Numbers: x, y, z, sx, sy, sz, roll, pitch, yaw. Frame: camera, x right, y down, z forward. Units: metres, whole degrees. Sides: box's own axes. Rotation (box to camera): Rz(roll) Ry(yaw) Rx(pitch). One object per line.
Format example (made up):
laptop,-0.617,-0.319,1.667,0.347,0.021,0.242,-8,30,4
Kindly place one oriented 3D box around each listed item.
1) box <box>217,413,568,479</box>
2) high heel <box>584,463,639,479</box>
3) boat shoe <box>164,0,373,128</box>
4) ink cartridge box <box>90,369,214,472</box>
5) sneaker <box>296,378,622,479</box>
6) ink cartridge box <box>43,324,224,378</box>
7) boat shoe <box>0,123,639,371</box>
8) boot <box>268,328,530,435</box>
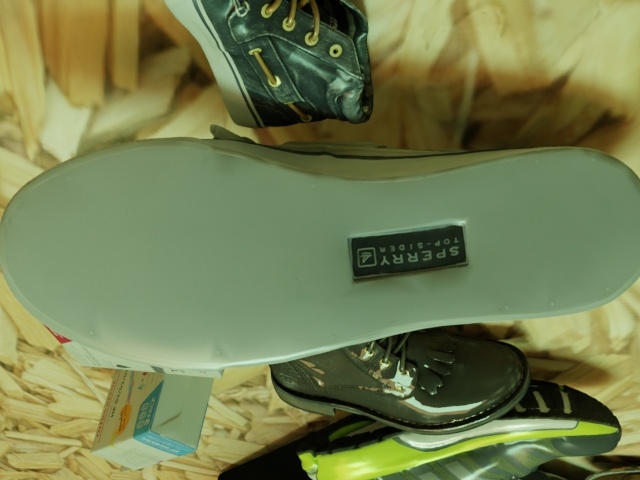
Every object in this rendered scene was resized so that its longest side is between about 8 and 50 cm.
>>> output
box,0.124,0.467,1.109,0.472,0.297,0.480,24,149,-17
high heel,0.411,0.268,0.901,0.186,0.093,0.261,13,155,-10
boat shoe,-0.022,-0.123,0.443,0.083,0.065,0.183,1,155,14
ink cartridge box,-0.195,0.190,0.952,0.062,0.104,0.181,29,144,-27
sneaker,0.135,0.214,0.817,0.300,0.111,0.121,-13,99,13
ink cartridge box,-0.166,0.074,0.797,0.151,0.063,0.109,3,148,13
boat shoe,0.001,-0.009,0.539,0.367,0.135,0.156,-6,-175,-4
boot,0.037,0.069,0.707,0.263,0.091,0.229,-2,142,14
